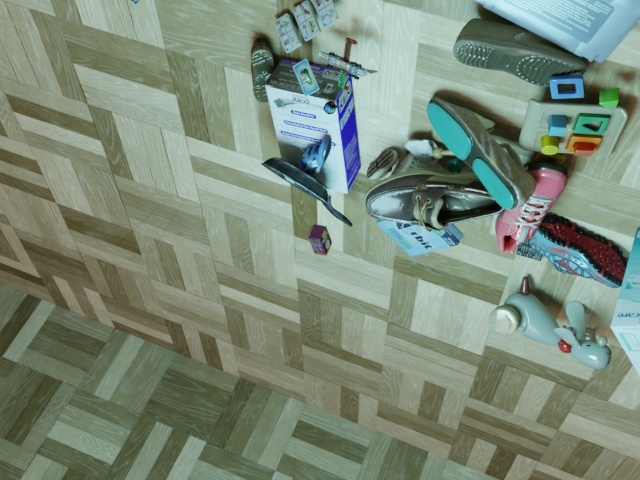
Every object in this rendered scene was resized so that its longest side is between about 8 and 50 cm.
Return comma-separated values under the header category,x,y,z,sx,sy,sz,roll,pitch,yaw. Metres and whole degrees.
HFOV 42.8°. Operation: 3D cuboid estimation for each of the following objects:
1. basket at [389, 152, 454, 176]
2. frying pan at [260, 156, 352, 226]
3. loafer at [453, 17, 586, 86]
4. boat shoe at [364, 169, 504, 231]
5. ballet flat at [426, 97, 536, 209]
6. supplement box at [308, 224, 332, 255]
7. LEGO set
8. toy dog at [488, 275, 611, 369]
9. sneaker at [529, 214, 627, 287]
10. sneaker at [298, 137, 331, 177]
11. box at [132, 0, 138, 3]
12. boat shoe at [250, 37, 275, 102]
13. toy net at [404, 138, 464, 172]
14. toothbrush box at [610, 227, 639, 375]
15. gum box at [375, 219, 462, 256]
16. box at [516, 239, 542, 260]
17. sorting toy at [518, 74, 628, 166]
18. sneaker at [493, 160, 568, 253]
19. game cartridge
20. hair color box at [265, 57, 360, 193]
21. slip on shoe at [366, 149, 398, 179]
category,x,y,z,sx,sy,sz,roll,pitch,yaw
basket,0.258,-0.135,2.041,0.167,0.103,0.113,35,148,-12
frying pan,-0.008,-0.120,2.065,0.326,0.053,0.197,31,180,-20
loafer,0.394,-0.377,1.594,0.268,0.092,0.102,13,158,-9
boat shoe,0.266,-0.086,1.911,0.341,0.123,0.123,-1,122,12
ballet flat,0.365,-0.207,1.826,0.316,0.106,0.107,54,158,11
supplement box,0.000,0.000,2.484,0.043,0.055,0.083,9,145,25
LEGO set,0.013,-0.411,1.805,0.182,0.060,0.244,-20,94,45
toy dog,0.634,0.210,2.221,0.333,0.220,0.161,16,116,5
sneaker,0.638,0.035,2.026,0.261,0.104,0.125,34,153,6
sneaker,-0.014,-0.205,1.988,0.059,0.053,0.144,29,148,-2
box,-0.471,-0.633,1.924,0.137,0.027,0.094,36,147,-15
boat shoe,-0.137,-0.411,1.974,0.064,0.060,0.178,-6,143,-3
toy net,0.317,-0.194,1.969,0.232,0.045,0.122,22,151,12
toothbrush box,0.789,0.144,1.867,0.126,0.296,0.216,-6,137,42
gum box,0.270,-0.032,2.245,0.157,0.041,0.184,42,147,-23
box,0.549,0.016,2.125,0.067,0.018,0.083,16,147,18
sorting toy,0.523,-0.222,1.710,0.195,0.047,0.348,8,156,9
sneaker,0.492,-0.067,1.907,0.115,0.136,0.314,13,153,-2
game cartridge,0.433,-0.457,1.479,0.297,0.062,0.198,27,145,-1
hair color box,-0.011,-0.278,2.028,0.185,0.110,0.339,16,149,18
slip on shoe,0.167,-0.191,2.084,0.041,0.051,0.135,10,153,-24
